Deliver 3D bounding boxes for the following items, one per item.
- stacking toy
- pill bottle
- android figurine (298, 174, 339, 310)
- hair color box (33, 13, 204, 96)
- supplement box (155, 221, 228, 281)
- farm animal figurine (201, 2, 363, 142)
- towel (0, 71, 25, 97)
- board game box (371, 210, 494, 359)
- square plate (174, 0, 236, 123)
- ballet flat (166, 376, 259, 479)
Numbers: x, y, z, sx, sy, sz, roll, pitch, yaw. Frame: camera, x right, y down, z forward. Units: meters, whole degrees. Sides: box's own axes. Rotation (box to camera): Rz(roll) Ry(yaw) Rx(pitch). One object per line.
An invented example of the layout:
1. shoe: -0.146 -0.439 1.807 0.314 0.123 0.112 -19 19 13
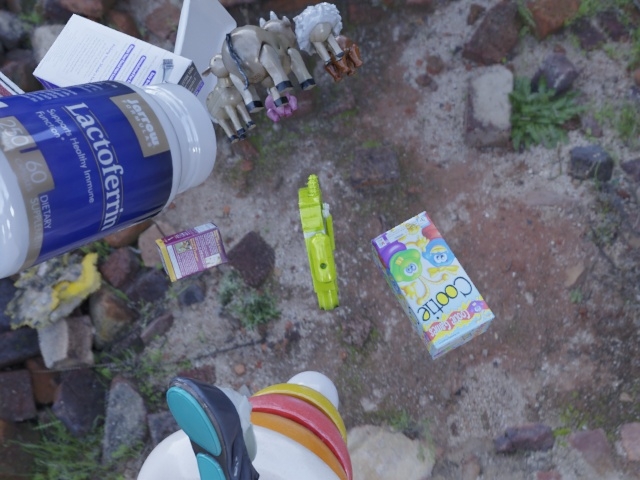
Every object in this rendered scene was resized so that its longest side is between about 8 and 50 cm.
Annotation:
1. stacking toy: -0.059 0.357 1.055 0.351 0.350 0.480 1 17 15
2. pill bottle: -0.237 -0.077 0.610 0.153 0.153 0.265 21 31 26
3. android figurine: 0.000 0.000 1.285 0.056 0.272 0.248 -8 13 3
4. hair color box: -0.472 -0.381 1.445 0.339 0.110 0.185 24 77 14
5. supplement box: -0.178 0.015 0.847 0.083 0.054 0.043 -19 20 -19
6. farm animal figurine: -0.104 -0.331 1.145 0.331 0.327 0.172 -28 93 12
7. towel: -0.661 -0.262 1.401 0.237 0.329 0.037 39 71 6
8. board game box: 0.242 0.102 1.362 0.142 0.144 0.275 -29 69 -3
9. square plate: -0.359 -0.563 1.855 0.049 0.347 0.343 10 89 13
10. ballet flat: -0.097 0.191 0.603 0.074 0.203 0.074 -6 34 4
